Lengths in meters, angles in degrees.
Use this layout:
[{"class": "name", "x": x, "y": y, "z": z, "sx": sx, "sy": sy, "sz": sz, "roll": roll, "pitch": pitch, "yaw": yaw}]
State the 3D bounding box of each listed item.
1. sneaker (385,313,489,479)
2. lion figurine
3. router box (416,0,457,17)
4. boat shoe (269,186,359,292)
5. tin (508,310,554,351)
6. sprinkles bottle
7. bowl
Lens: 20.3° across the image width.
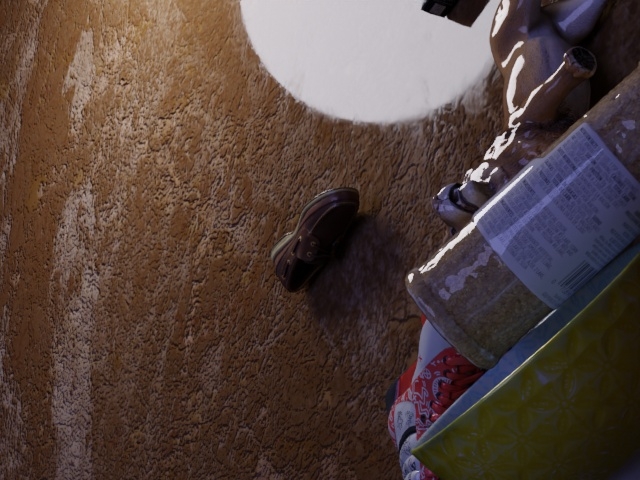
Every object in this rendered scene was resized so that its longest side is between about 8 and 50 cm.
[{"class": "sneaker", "x": 0.139, "y": 0.161, "z": 1.792, "sx": 0.270, "sy": 0.090, "sz": 0.145, "roll": 114, "pitch": 151, "yaw": -51}, {"class": "lion figurine", "x": 0.223, "y": -0.158, "z": 1.805, "sx": 0.240, "sy": 0.142, "sz": 0.392, "roll": -49, "pitch": 20, "yaw": 46}, {"class": "router box", "x": 0.137, "y": -0.333, "z": 2.083, "sx": 0.092, "sy": 0.038, "sz": 0.122, "roll": -54, "pitch": 38, "yaw": 31}, {"class": "boat shoe", "x": -0.001, "y": 0.000, "z": 2.145, "sx": 0.178, "sy": 0.064, "sz": 0.060, "roll": -49, "pitch": 45, "yaw": 45}, {"class": "tin", "x": 0.214, "y": 0.047, "z": 1.813, "sx": 0.106, "sy": 0.040, "sz": 0.190, "roll": -51, "pitch": 39, "yaw": 27}, {"class": "sprinkles bottle", "x": 0.241, "y": -0.039, "z": 1.620, "sx": 0.355, "sy": 0.121, "sz": 0.121, "roll": -43, "pitch": 40, "yaw": 11}, {"class": "bowl", "x": 0.236, "y": 0.149, "z": 1.590, "sx": 0.156, "sy": 0.289, "sz": 0.289, "roll": 48, "pitch": 129, "yaw": 4}]
